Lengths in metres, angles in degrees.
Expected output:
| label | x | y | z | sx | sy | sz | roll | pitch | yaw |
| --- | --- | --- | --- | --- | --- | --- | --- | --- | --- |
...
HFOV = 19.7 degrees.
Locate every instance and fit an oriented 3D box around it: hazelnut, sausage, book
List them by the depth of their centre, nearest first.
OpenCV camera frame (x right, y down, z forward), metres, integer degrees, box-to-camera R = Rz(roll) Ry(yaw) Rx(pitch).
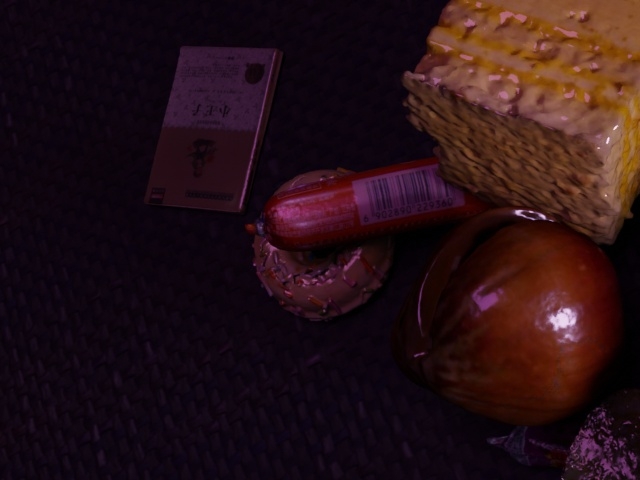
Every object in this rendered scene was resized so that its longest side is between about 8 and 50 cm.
| label | x | y | z | sx | sy | sz | roll | pitch | yaw |
| --- | --- | --- | --- | --- | --- | --- | --- | --- | --- |
| hazelnut | 0.173 | 0.080 | 1.757 | 0.251 | 0.217 | 0.217 | 2 | 71 | 65 |
| sausage | 0.058 | -0.037 | 1.886 | 0.274 | 0.074 | 0.074 | -12 | 65 | -2 |
| book | -0.123 | -0.130 | 2.116 | 0.138 | 0.016 | 0.198 | 6 | 77 | 31 |

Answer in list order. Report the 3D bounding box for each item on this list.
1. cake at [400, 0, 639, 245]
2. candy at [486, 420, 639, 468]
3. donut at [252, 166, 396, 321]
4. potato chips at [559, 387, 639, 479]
| label | x | y | z | sx | sy | sz | roll | pitch | yaw |
| --- | --- | --- | --- | --- | --- | --- | --- | --- | --- |
| cake | 0.242 | -0.182 | 1.774 | 0.227 | 0.222 | 0.286 | 24 | 71 | 19 |
| candy | 0.242 | 0.199 | 1.783 | 0.175 | 0.045 | 0.043 | 3 | 45 | 28 |
| donut | 0.000 | 0.000 | 1.973 | 0.175 | 0.068 | 0.174 | -10 | 68 | 26 |
| potato chips | 0.287 | 0.245 | 1.728 | 0.142 | 0.026 | 0.209 | 30 | 107 | 18 |
